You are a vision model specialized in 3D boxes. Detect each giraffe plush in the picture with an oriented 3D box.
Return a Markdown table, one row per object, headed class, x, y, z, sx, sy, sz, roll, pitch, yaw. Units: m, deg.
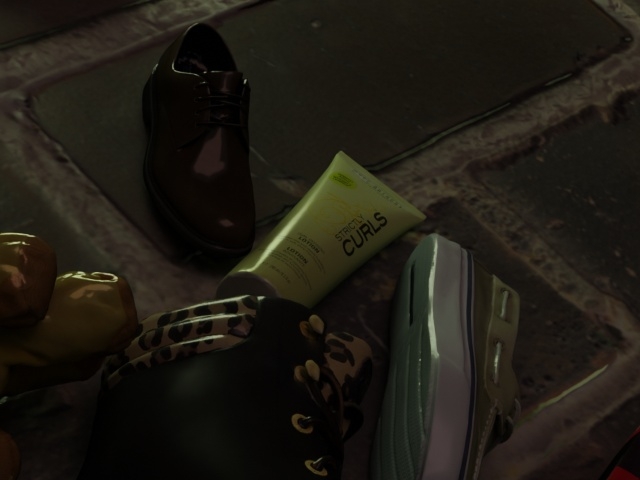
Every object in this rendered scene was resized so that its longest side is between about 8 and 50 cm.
| class | x | y | z | sx | sy | sz | roll | pitch | yaw |
| --- | --- | --- | --- | --- | --- | --- | --- | --- | --- |
| giraffe plush | -0.232 | 0.098 | 1.095 | 0.210 | 0.181 | 0.170 | 17 | 62 | -28 |

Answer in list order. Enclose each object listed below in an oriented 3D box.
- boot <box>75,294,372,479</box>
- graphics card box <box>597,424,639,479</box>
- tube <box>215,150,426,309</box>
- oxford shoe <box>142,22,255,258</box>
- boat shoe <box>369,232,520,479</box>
| class | x | y | z | sx | sy | sz | roll | pitch | yaw |
| --- | --- | --- | --- | --- | --- | --- | --- | --- | --- |
| boot | 0.003 | 0.165 | 1.090 | 0.377 | 0.138 | 0.284 | -4 | 37 | 10 |
| graphics card box | 0.232 | 0.294 | 1.173 | 0.233 | 0.094 | 0.371 | 37 | 43 | 11 |
| tube | 0.000 | 0.000 | 1.382 | 0.062 | 0.070 | 0.240 | -7 | 20 | 31 |
| oxford shoe | -0.092 | -0.084 | 1.390 | 0.082 | 0.096 | 0.227 | 5 | 47 | -26 |
| boat shoe | 0.103 | 0.107 | 1.289 | 0.094 | 0.109 | 0.302 | 23 | 39 | -10 |
